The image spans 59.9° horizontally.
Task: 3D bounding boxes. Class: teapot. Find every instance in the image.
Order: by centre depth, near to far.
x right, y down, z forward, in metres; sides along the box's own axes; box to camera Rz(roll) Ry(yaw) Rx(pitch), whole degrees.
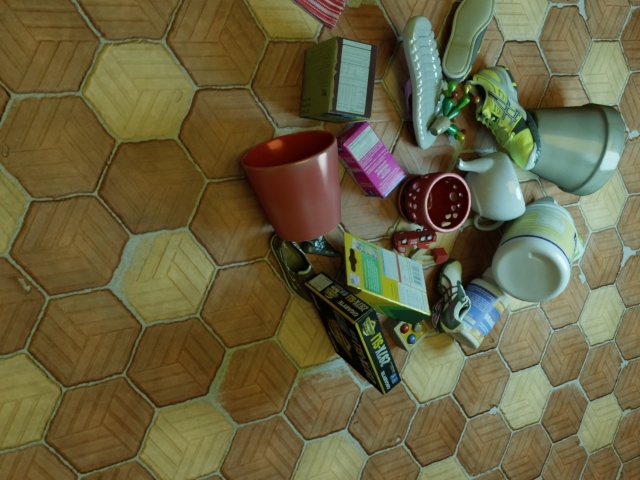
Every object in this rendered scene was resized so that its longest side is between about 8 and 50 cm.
[{"bbox_3d":[0.571,-0.166,1.889,0.186,0.252,0.256,-20,85,15],"label":"teapot"}]

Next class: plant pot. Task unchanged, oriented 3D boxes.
[{"bbox_3d":[-0.061,-0.147,1.551,0.274,0.275,0.243,-27,119,-20],"label":"plant pot"},{"bbox_3d":[0.360,-0.126,1.794,0.190,0.174,0.191,-4,99,-25],"label":"plant pot"},{"bbox_3d":[0.833,-0.340,1.947,0.280,0.323,0.324,10,93,-11],"label":"plant pot"}]

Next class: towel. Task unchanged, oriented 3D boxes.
[{"bbox_3d":[0.020,-0.787,1.613,0.198,0.031,0.275,27,85,-26],"label":"towel"}]

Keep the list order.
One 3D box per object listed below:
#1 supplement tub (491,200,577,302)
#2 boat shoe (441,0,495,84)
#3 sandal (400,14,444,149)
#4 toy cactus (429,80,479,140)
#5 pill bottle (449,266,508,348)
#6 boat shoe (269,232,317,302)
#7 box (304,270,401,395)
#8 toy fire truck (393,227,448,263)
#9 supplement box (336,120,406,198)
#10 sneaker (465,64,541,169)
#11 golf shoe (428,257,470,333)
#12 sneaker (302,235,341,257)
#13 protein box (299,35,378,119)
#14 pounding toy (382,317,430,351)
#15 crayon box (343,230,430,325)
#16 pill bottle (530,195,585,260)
[{"bbox_3d":[0.734,0.029,1.888,0.331,0.240,0.241,-47,119,-48],"label":"supplement tub"},{"bbox_3d":[0.481,-0.666,1.820,0.116,0.097,0.325,19,84,14],"label":"boat shoe"},{"bbox_3d":[0.309,-0.495,1.758,0.169,0.102,0.417,-37,130,-37],"label":"sandal"},{"bbox_3d":[0.425,-0.395,1.794,0.180,0.112,0.219,-44,146,-24],"label":"toy cactus"},{"bbox_3d":[0.562,0.232,1.958,0.152,0.152,0.272,44,79,-24],"label":"pill bottle"},{"bbox_3d":[-0.064,0.092,1.662,0.095,0.095,0.258,-41,113,-15],"label":"boat shoe"},{"bbox_3d":[0.097,0.272,1.636,0.079,0.257,0.322,-36,128,-19],"label":"box"},{"bbox_3d":[0.335,0.024,1.862,0.191,0.047,0.135,-8,131,-8],"label":"toy fire truck"},{"bbox_3d":[0.143,-0.247,1.706,0.114,0.111,0.220,-45,113,-13],"label":"supplement box"},{"bbox_3d":[0.600,-0.397,1.852,0.147,0.145,0.385,-15,70,-12],"label":"sneaker"},{"bbox_3d":[0.461,0.190,1.892,0.105,0.120,0.273,41,57,-43],"label":"golf shoe"},{"bbox_3d":[-0.001,0.000,1.702,0.170,0.051,0.089,11,84,-35],"label":"sneaker"},{"bbox_3d":[0.048,-0.447,1.580,0.135,0.199,0.202,3,96,-26],"label":"protein box"},{"bbox_3d":[0.304,0.279,1.867,0.141,0.100,0.130,-40,113,-16],"label":"pounding toy"},{"bbox_3d":[0.185,0.121,1.736,0.322,0.083,0.203,22,46,-27],"label":"crayon box"},{"bbox_3d":[0.877,-0.041,2.081,0.136,0.136,0.246,-44,113,-14],"label":"pill bottle"}]
